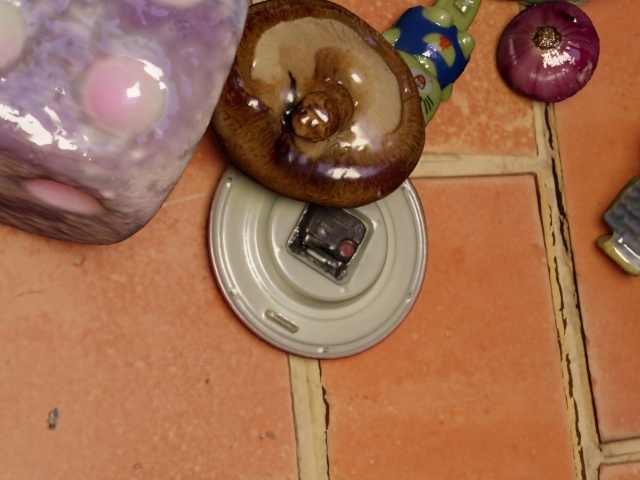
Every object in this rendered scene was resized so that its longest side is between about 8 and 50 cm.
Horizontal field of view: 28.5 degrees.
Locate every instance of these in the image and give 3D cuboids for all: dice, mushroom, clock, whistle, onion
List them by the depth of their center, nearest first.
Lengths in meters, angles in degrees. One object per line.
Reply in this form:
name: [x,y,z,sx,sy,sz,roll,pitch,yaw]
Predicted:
dice: [-0.235,-0.166,1.073,0.271,0.270,0.270,25,72,-18]
mushroom: [-0.011,-0.128,1.211,0.231,0.138,0.194,32,41,-18]
clock: [0.000,0.000,1.272,0.244,0.056,0.245,5,78,-24]
whistle: [0.110,-0.194,1.339,0.105,0.085,0.227,43,67,-16]
onion: [0.256,-0.209,1.406,0.115,0.104,0.115,-6,69,17]

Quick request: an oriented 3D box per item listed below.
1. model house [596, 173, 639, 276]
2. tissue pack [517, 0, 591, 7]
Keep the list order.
model house: [0.474,-0.022,1.424,0.321,0.261,0.266,42,92,6]
tissue pack: [0.295,-0.418,1.316,0.193,0.356,0.266,9,78,-20]
